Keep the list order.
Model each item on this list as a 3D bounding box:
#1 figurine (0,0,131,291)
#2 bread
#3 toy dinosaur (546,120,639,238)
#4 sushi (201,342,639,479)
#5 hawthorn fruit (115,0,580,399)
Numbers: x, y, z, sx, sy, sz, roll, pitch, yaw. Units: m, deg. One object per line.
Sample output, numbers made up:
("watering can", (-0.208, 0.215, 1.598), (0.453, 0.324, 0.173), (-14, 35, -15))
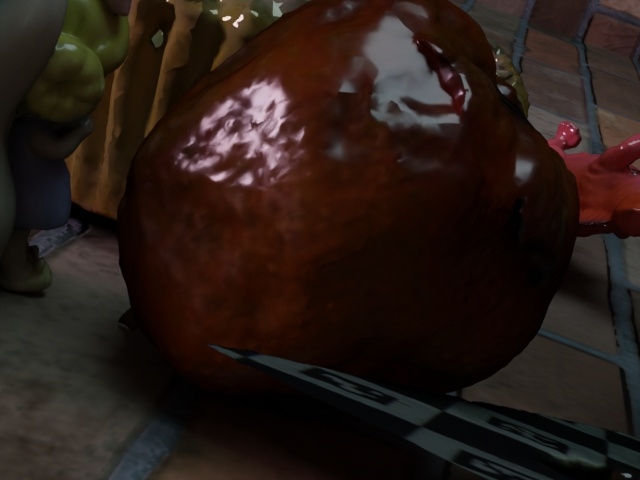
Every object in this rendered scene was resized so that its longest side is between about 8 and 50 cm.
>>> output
("figurine", (-0.145, -0.097, 0.533), (0.155, 0.236, 0.127), (13, 18, -22))
("bread", (-0.027, -0.078, 0.749), (0.274, 0.149, 0.274), (15, 15, -4))
("toy dinosaur", (0.135, -0.024, 0.939), (0.139, 0.070, 0.286), (-27, 18, -21))
("sushi", (0.146, 0.125, 0.444), (0.294, 0.059, 0.292), (22, 2, 39))
("hawthorn fruit", (0.011, -0.007, 0.546), (0.179, 0.173, 0.173), (-26, 35, -16))
